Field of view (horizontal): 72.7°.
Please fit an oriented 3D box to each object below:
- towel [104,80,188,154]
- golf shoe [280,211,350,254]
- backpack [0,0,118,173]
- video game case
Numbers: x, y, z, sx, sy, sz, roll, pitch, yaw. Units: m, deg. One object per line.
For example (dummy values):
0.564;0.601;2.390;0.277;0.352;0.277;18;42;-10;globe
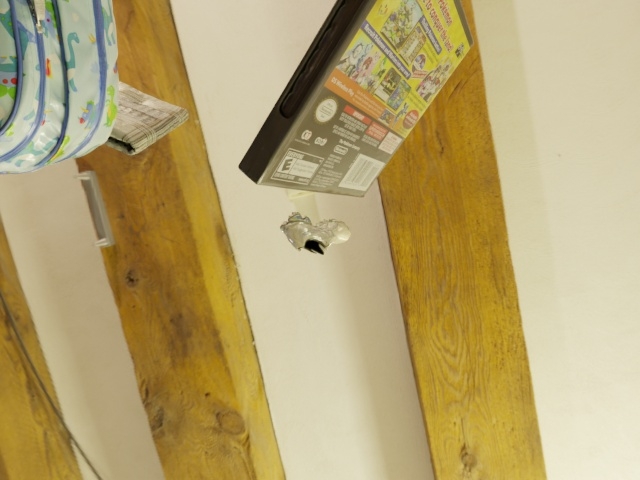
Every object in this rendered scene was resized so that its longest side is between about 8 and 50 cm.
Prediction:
-0.476;-0.304;0.922;0.323;0.312;0.056;22;-62;-7;towel
0.000;0.000;0.892;0.069;0.176;0.086;-49;-128;35;golf shoe
-0.392;-0.260;0.520;0.289;0.274;0.356;0;-58;2;backpack
0.059;-0.161;0.477;0.035;0.274;0.248;42;-71;18;video game case
